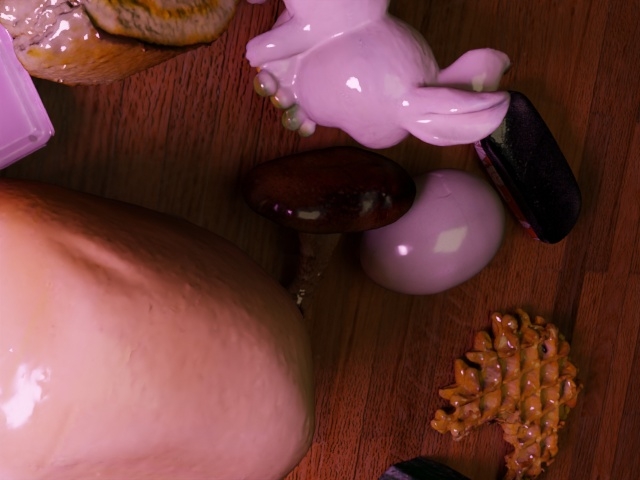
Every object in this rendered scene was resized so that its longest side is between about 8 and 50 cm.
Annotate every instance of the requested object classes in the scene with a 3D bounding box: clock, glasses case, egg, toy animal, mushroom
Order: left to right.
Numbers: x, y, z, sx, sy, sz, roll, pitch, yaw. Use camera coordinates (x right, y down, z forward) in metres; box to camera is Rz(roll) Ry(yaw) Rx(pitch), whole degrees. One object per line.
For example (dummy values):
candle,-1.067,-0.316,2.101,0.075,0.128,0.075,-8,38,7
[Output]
clock,-0.350,-0.149,0.989,0.147,0.071,0.192,-36,121,-28
mushroom,0.000,0.000,1.305,0.227,0.148,0.218,-8,124,-29
toy animal,0.056,-0.232,1.211,0.310,0.247,0.183,66,28,-5
egg,0.142,-0.009,1.385,0.209,0.151,0.151,-26,117,-26
glasses case,0.300,-0.102,1.550,0.103,0.067,0.267,-52,127,-20

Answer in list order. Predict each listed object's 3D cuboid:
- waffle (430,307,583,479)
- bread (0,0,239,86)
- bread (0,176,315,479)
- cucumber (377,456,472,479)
waffle,0.304,0.242,1.638,0.293,0.069,0.260,45,73,-39
bread,-0.201,-0.247,1.025,0.257,0.124,0.186,-37,109,-51
bread,-0.203,0.089,0.986,0.376,0.348,0.253,16,93,-40
cucumber,0.154,0.411,1.517,0.191,0.130,0.191,-14,113,-35
